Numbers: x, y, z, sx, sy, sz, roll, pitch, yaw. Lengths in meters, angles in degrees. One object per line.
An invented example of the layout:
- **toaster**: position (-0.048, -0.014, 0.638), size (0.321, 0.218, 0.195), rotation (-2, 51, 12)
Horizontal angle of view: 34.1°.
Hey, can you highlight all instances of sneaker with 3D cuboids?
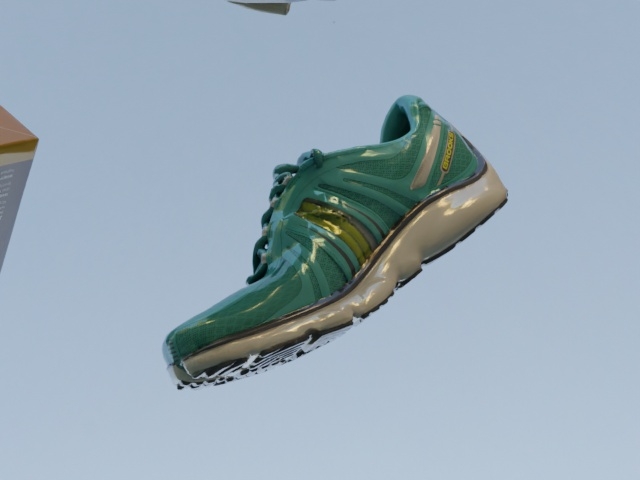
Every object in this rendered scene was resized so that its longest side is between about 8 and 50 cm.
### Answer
- **sneaker**: position (0.000, 0.000, 0.662), size (0.275, 0.107, 0.110), rotation (-37, -89, -34)

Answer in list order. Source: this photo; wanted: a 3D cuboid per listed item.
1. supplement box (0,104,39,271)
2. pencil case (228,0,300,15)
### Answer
- **supplement box**: position (-0.355, -0.020, 0.813), size (0.129, 0.191, 0.194), rotation (39, -57, 22)
- **pencil case**: position (-0.058, -0.326, 0.560), size (0.160, 0.183, 0.410), rotation (9, -72, 25)
